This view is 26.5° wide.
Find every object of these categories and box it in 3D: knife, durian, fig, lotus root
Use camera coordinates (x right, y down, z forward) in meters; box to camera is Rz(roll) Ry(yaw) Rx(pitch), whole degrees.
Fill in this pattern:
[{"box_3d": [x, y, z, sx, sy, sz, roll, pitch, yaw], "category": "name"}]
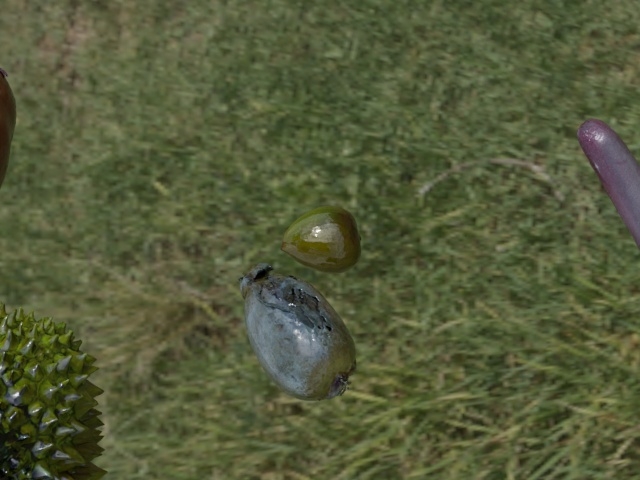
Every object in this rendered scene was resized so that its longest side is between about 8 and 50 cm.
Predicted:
[{"box_3d": [0.354, -0.018, 1.434, 0.123, 0.278, 0.053, -40, 29, -12], "category": "knife"}, {"box_3d": [-0.299, 0.172, 1.136, 0.291, 0.224, 0.291, -1, 82, 10], "category": "durian"}, {"box_3d": [0.000, 0.000, 1.456, 0.074, 0.088, 0.074, 179, 90, -79], "category": "fig"}, {"box_3d": [-0.027, 0.082, 1.261, 0.088, 0.088, 0.165, -52, 60, 26], "category": "lotus root"}]

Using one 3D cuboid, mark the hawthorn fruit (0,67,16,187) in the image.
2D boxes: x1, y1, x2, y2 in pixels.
[{"box_3d": [-0.389, -0.114, 1.274, 0.185, 0.202, 0.185, -8, 66, 18], "category": "hawthorn fruit"}]
